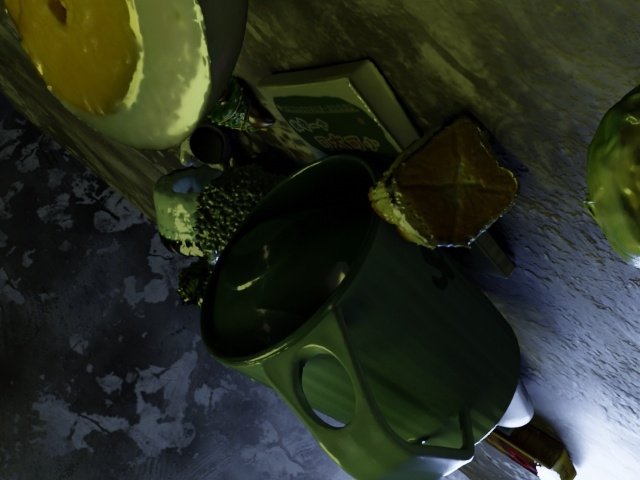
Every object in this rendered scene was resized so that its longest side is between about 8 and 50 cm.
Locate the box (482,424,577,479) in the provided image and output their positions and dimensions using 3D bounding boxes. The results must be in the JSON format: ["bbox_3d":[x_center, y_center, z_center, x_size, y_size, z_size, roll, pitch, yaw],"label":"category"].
[{"bbox_3d":[0.473,0.481,1.601,0.240,0.071,0.159,27,158,44],"label":"box"}]

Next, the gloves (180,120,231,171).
[{"bbox_3d":[-0.219,-0.178,1.323,0.119,0.097,0.229,41,168,-11],"label":"gloves"}]

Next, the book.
[{"bbox_3d":[0.087,-0.089,0.945,0.371,0.043,0.260,47,164,-27],"label":"book"}]

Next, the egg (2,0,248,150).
[{"bbox_3d":[-0.190,-0.286,0.738,0.337,0.201,0.337,23,135,24],"label":"egg"}]

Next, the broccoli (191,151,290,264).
[{"bbox_3d":[-0.095,-0.045,1.265,0.243,0.263,0.247,67,-177,-75],"label":"broccoli"}]

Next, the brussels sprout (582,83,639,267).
[{"bbox_3d":[0.262,-0.038,0.469,0.151,0.149,0.122,52,-174,17],"label":"brussels sprout"}]

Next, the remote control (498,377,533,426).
[{"bbox_3d":[0.296,0.259,1.316,0.221,0.103,0.332,18,155,42],"label":"remote control"}]

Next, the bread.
[{"bbox_3d":[0.136,-0.053,0.737,0.128,0.140,0.069,47,173,-6],"label":"bread"}]

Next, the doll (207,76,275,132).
[{"bbox_3d":[-0.133,-0.198,1.102,0.078,0.076,0.113,12,150,44],"label":"doll"}]

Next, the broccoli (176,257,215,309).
[{"bbox_3d":[-0.186,0.066,1.634,0.277,0.338,0.317,11,139,2],"label":"broccoli"}]

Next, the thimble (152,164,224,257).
[{"bbox_3d":[-0.222,-0.064,1.405,0.237,0.237,0.150,25,126,45],"label":"thimble"}]

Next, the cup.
[{"bbox_3d":[0.054,0.141,0.915,0.310,0.401,0.392,-18,133,43],"label":"cup"}]
